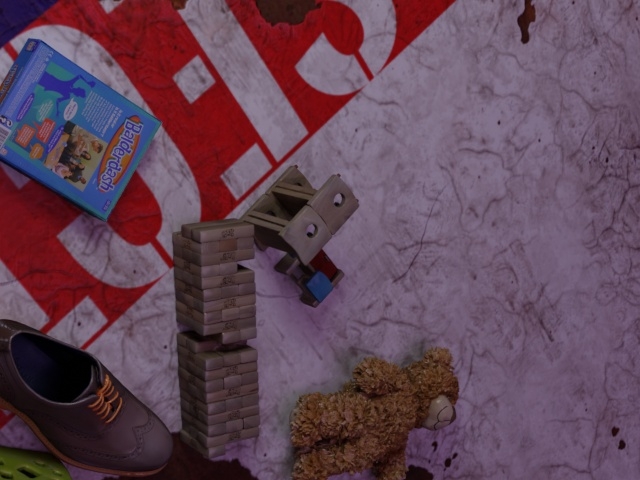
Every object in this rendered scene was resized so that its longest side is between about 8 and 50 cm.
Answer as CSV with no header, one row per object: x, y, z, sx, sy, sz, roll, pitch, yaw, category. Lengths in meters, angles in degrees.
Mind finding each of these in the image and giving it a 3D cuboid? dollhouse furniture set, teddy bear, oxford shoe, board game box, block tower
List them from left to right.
-0.335,-0.144,1.731,0.210,0.047,0.160,35,80,-34,board game box
-0.320,0.223,1.756,0.363,0.132,0.130,36,61,-35,oxford shoe
-0.150,0.137,1.894,0.097,0.091,0.335,-8,105,-32,block tower
0.000,0.000,1.942,0.129,0.129,0.184,-48,121,-17,dollhouse furniture set
0.091,0.290,2.083,0.338,0.113,0.245,1,102,-34,teddy bear

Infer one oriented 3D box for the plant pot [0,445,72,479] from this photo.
-0.430,0.405,1.692,0.227,0.207,0.228,12,95,-36,plant pot
